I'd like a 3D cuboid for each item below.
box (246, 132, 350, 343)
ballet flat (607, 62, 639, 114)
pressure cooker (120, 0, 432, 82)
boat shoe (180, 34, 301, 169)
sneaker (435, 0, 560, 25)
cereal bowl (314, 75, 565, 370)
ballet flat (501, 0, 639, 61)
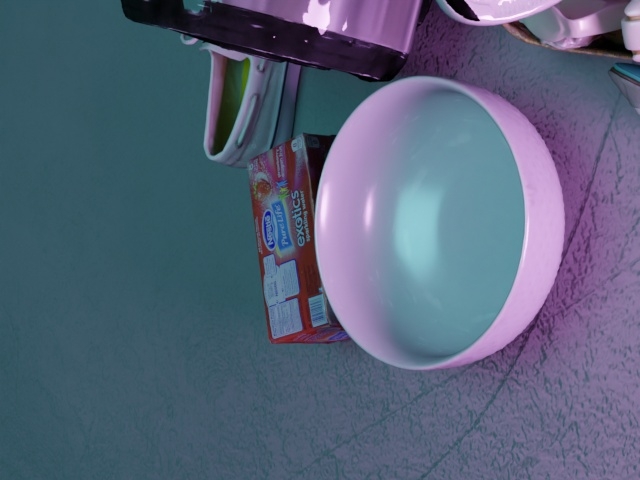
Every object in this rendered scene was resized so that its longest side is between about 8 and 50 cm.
[{"bbox_3d":[0.000,0.000,1.593,0.128,0.123,0.256,-22,72,47],"label":"box"},{"bbox_3d":[0.367,-0.125,1.210,0.213,0.072,0.068,27,116,47],"label":"ballet flat"},{"bbox_3d":[-0.025,-0.422,1.439,0.370,0.375,0.420,14,98,9],"label":"pressure cooker"},{"bbox_3d":[-0.119,-0.285,1.721,0.136,0.156,0.367,16,101,49],"label":"boat shoe"},{"bbox_3d":[0.205,-0.321,1.255,0.130,0.323,0.236,50,167,-13],"label":"sneaker"},{"bbox_3d":[0.151,-0.018,1.403,0.339,0.141,0.338,-4,84,50],"label":"cereal bowl"},{"bbox_3d":[0.315,-0.229,1.234,0.349,0.123,0.123,22,105,48],"label":"ballet flat"}]
